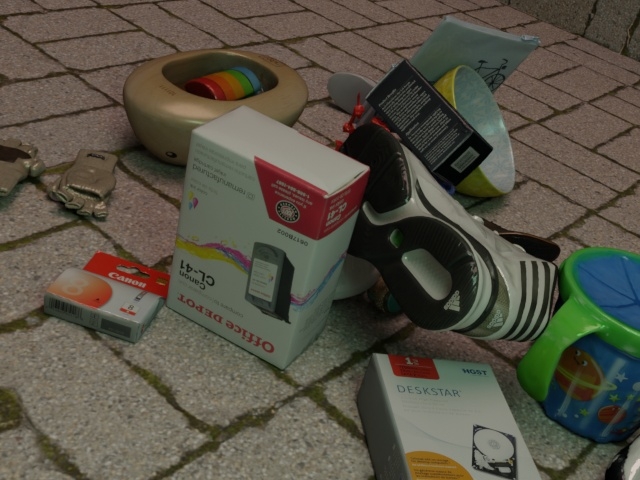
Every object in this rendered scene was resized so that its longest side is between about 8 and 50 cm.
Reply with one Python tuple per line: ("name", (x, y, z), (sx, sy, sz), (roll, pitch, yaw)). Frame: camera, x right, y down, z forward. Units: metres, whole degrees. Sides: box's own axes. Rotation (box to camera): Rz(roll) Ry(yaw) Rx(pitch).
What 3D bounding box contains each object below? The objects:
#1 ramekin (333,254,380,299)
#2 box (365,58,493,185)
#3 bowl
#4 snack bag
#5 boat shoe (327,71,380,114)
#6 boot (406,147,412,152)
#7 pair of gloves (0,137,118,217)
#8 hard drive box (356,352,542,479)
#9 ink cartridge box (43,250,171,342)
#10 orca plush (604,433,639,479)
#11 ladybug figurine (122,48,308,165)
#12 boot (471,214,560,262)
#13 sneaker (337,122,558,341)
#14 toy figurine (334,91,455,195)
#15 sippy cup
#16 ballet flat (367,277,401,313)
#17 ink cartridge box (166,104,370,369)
("ramekin", (0.000, 0.000, 1.410), (0.207, 0.109, 0.207), (0, 28, 0))
("box", (0.206, -0.221, 1.627), (0.207, 0.108, 0.153), (51, 14, 23))
("bowl", (0.286, -0.214, 1.845), (0.156, 0.290, 0.289), (-18, 16, 31))
("snack bag", (0.274, -0.352, 1.893), (0.323, 0.342, 0.037), (1, 54, -38))
("boat shoe", (0.147, -0.344, 2.089), (0.267, 0.096, 0.088), (18, 27, 2))
("boot", (0.167, -0.208, 1.933), (0.114, 0.037, 0.106), (8, 38, -11))
("pair of gloves", (-0.476, -0.111, 1.490), (0.240, 0.042, 0.204), (8, 28, -15))
("hard drive box", (0.160, 0.262, 1.122), (0.181, 0.089, 0.232), (7, 32, -15))
("ink cartridge box", (-0.302, 0.067, 1.277), (0.145, 0.045, 0.179), (18, 34, 4))
("orca plush", (0.480, 0.279, 1.218), (0.287, 0.151, 0.102), (-40, 18, -28))
("ladybug figurine", (-0.204, -0.265, 1.738), (0.305, 0.162, 0.449), (32, 35, 25))
("boot", (0.344, -0.010, 1.647), (0.219, 0.082, 0.106), (6, 35, -12))
("sneaker", (0.180, 0.005, 1.280), (0.257, 0.169, 0.447), (22, 24, -35))
("toy figurine", (0.180, -0.113, 1.652), (0.217, 0.191, 0.363), (7, 33, -22))
("sippy cup", (0.429, 0.164, 1.265), (0.305, 0.224, 0.240), (13, 32, -3))
("ballet flat", (0.160, 0.070, 1.453), (0.206, 0.073, 0.067), (-10, 24, -41))
("ink cartridge box", (-0.083, -0.003, 1.229), (0.226, 0.306, 0.131), (26, 33, 18))
